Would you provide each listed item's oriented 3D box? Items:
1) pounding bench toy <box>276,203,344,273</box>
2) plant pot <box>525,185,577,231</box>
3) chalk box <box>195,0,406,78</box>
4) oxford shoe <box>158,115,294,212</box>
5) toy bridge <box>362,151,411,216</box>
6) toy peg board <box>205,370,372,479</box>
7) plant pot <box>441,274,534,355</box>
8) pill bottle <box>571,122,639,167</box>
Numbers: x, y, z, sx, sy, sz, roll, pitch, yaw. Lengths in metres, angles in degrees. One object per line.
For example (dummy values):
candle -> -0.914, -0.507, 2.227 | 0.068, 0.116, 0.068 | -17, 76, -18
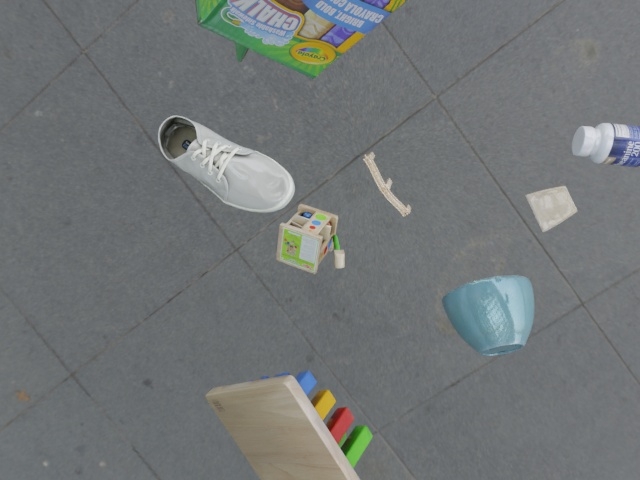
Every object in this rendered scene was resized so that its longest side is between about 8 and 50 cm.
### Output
pounding bench toy -> 0.000, 0.000, 0.561 | 0.083, 0.065, 0.052 | 19, 125, 15
plant pot -> 0.624, -0.093, 1.256 | 0.096, 0.109, 0.109 | -26, 83, 26
chalk box -> -0.031, -0.324, 0.528 | 0.289, 0.179, 0.180 | -26, 67, 40
oxford shoe -> -0.273, -0.209, 1.271 | 0.449, 0.130, 0.169 | 30, 85, 18
toy bridge -> 0.164, -0.138, 1.175 | 0.026, 0.063, 0.188 | -31, 103, 27
toy peg board -> -0.031, 0.220, 0.569 | 0.161, 0.079, 0.161 | -24, 101, 41
plant pot -> 0.560, 0.260, 1.516 | 0.290, 0.290, 0.196 | -11, 62, 7
pill bottle -> 0.490, -0.159, 0.778 | 0.120, 0.067, 0.067 | 8, 100, 6
